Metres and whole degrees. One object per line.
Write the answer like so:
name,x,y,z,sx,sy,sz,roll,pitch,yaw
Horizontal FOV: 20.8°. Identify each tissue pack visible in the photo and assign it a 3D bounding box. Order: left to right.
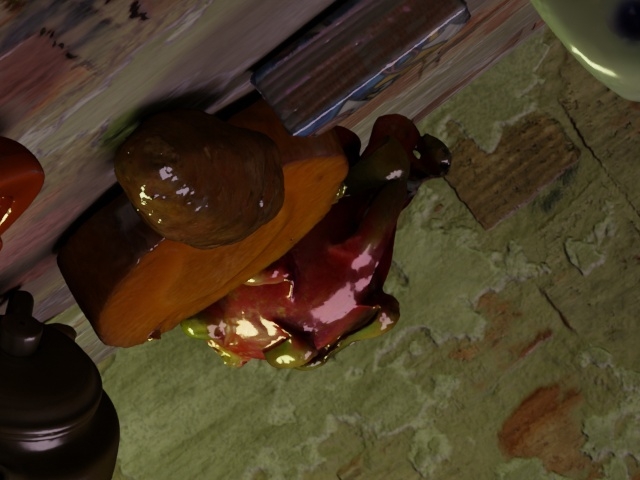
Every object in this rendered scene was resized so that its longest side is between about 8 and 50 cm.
tissue pack,0.032,-0.138,1.244,0.155,0.065,0.115,-38,178,7

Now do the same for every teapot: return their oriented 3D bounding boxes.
teapot,-0.242,0.127,1.335,0.267,0.185,0.175,-99,-155,-59

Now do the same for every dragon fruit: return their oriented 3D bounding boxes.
dragon fruit,-0.016,-0.003,1.856,0.227,0.243,0.307,34,71,-65

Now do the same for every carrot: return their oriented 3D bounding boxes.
carrot,-0.091,-0.021,1.404,0.258,0.100,0.307,-41,174,13

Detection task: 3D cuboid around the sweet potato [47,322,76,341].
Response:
sweet potato,-0.302,0.134,1.754,0.075,0.075,0.269,-37,-172,13

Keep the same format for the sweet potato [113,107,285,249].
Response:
sweet potato,-0.084,-0.042,1.145,0.097,0.097,0.252,-37,170,7

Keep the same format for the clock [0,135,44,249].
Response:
clock,-0.214,0.023,0.806,0.205,0.051,0.205,-38,179,0

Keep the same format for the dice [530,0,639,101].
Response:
dice,0.263,-0.231,1.309,0.192,0.194,0.193,-39,176,27
